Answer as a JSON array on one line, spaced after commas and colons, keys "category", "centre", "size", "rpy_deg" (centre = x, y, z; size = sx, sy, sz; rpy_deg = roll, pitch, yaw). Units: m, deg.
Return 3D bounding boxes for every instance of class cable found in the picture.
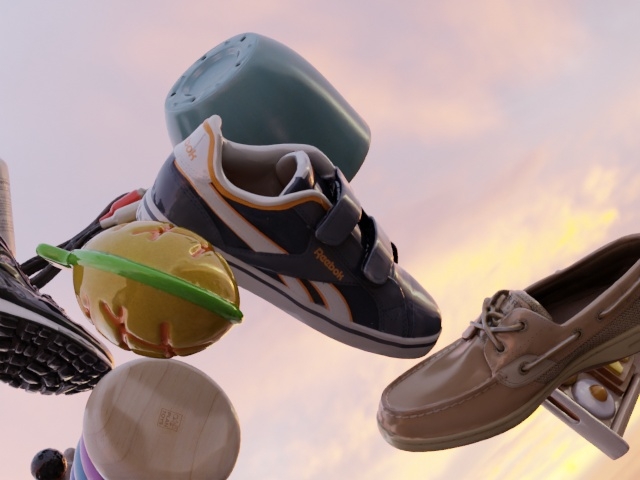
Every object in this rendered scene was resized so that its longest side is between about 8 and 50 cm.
[{"category": "cable", "centre": [-0.374, -0.010, 1.430], "size": [0.287, 0.139, 0.072], "rpy_deg": [-20, -45, -4]}]

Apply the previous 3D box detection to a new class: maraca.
[{"category": "maraca", "centre": [-0.137, 0.034, 0.682], "size": [0.127, 0.185, 0.099], "rpy_deg": [38, -111, -45]}]

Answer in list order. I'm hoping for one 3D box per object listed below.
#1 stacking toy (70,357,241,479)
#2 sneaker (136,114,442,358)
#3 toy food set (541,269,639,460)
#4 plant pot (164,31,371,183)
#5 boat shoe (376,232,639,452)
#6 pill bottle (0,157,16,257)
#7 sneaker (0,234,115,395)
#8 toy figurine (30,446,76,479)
[{"category": "stacking toy", "centre": [-0.195, 0.257, 0.879], "size": [0.141, 0.141, 0.330], "rpy_deg": [-23, -25, -43]}, {"category": "sneaker", "centre": [0.000, 0.000, 0.837], "size": [0.127, 0.321, 0.126], "rpy_deg": [-56, 20, 23]}, {"category": "toy food set", "centre": [0.408, 0.174, 1.379], "size": [0.306, 0.219, 0.092], "rpy_deg": [-38, -20, -51]}, {"category": "plant pot", "centre": [-0.103, -0.181, 1.420], "size": [0.293, 0.293, 0.235], "rpy_deg": [-43, -59, -5]}, {"category": "boat shoe", "centre": [0.201, 0.097, 0.922], "size": [0.341, 0.121, 0.110], "rpy_deg": [-27, -62, -10]}, {"category": "pill bottle", "centre": [-0.552, -0.076, 1.404], "size": [0.131, 0.229, 0.131], "rpy_deg": [-7, -5, -1]}, {"category": "sneaker", "centre": [-0.304, 0.044, 0.850], "size": [0.107, 0.124, 0.283], "rpy_deg": [-29, -47, 28]}, {"category": "toy figurine", "centre": [-0.270, 0.314, 1.217], "size": [0.213, 0.209, 0.148], "rpy_deg": [-41, -41, -16]}]
